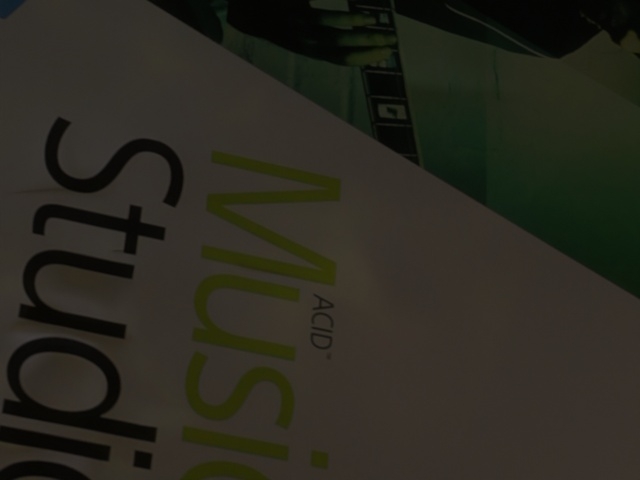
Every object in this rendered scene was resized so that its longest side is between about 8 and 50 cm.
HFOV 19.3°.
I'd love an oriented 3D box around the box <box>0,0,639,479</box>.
[{"bbox_3d":[0.000,0.000,0.429,0.322,0.058,0.232,13,-126,-13],"label":"box"}]
